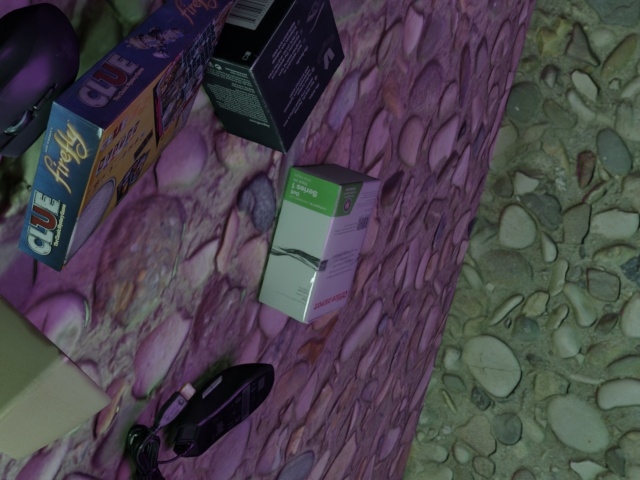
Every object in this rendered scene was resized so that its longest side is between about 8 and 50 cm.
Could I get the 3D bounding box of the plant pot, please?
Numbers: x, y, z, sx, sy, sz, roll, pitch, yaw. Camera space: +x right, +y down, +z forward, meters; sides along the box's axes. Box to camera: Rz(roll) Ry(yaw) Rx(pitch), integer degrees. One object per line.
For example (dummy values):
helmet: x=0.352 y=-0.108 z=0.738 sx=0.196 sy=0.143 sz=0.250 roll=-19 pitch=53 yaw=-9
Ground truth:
plant pot: x=-0.274 y=0.130 z=0.711 sx=0.096 sy=0.109 sz=0.109 roll=-46 pitch=152 yaw=-17

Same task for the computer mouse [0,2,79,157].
computer mouse: x=-0.226 y=-0.053 z=0.538 sx=0.242 sy=0.041 sz=0.071 roll=-68 pitch=161 yaw=-9

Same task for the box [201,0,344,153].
box: x=-0.058 y=-0.213 z=0.902 sx=0.156 sy=0.093 sz=0.158 roll=-61 pitch=156 yaw=-20

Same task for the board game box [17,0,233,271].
board game box: x=-0.162 y=-0.107 z=0.678 sx=0.165 sy=0.042 sz=0.243 roll=-57 pitch=-175 yaw=41

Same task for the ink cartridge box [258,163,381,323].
ink cartridge box: x=0.000 y=0.000 z=1.226 sx=0.160 sy=0.092 sz=0.219 roll=-14 pitch=122 yaw=-63

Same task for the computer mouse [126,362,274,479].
computer mouse: x=-0.170 y=0.228 z=1.092 sx=0.262 sy=0.060 sz=0.184 roll=-40 pitch=150 yaw=-30

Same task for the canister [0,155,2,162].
canister: x=-0.284 y=-0.054 z=0.551 sx=0.126 sy=0.073 sz=0.170 roll=17 pitch=92 yaw=-69
